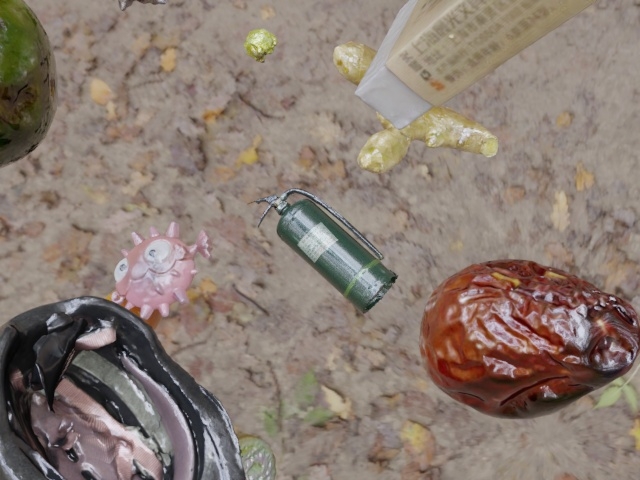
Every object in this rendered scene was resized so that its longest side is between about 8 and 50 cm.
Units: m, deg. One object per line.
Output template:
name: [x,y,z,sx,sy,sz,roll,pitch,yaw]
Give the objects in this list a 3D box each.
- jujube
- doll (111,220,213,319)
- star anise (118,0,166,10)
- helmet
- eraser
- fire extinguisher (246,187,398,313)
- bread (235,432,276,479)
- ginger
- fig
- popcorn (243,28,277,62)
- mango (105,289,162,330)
jujube: [0.199,0.096,0.816,0.168,0.236,0.168,3,82,-25]
doll: [-0.351,0.064,1.849,0.262,0.093,0.211,-26,69,10]
star anise: [-0.370,-0.536,1.667,0.209,0.089,0.231,3,51,-26]
helmet: [-0.202,0.176,0.731,0.154,0.198,0.253,-31,88,39]
eraser: [0.163,-0.227,0.751,0.078,0.343,0.144,35,61,-15]
fire extinguisher: [0.000,0.000,1.482,0.294,0.093,0.118,42,87,16]
bread: [-0.157,0.336,0.922,0.156,0.158,0.260,0,73,32]
ginger: [0.211,-0.306,1.955,0.348,0.122,0.363,1,51,-25]
fig: [-0.386,-0.151,0.846,0.245,0.195,0.195,-13,74,2]
popcorn: [-0.120,-0.402,1.702,0.060,0.068,0.083,29,44,-4]
mango: [-0.459,0.176,2.025,0.138,0.257,0.187,48,129,-7]
